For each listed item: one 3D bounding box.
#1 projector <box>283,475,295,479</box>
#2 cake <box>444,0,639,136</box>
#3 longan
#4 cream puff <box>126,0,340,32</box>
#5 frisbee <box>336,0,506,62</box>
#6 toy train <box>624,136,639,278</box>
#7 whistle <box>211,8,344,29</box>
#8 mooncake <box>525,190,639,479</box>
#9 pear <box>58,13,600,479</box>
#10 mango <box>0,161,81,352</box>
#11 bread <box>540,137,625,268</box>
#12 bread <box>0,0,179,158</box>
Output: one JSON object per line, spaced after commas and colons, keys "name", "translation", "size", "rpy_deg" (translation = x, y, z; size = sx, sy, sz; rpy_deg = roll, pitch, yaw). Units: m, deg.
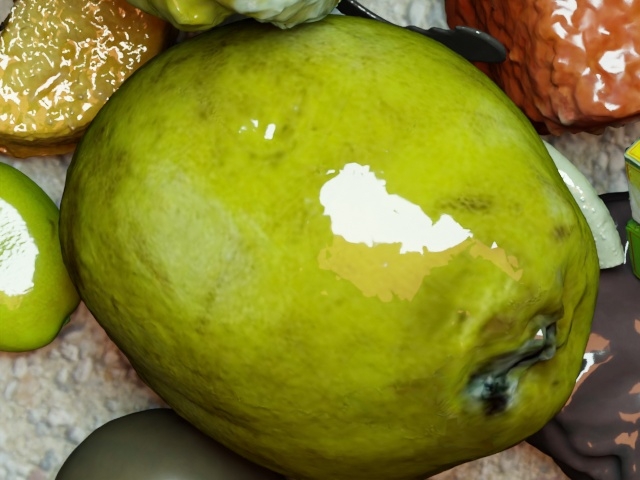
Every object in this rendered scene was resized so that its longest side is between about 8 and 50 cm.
{"name": "projector", "translation": [0.035, 0.309, 1.016], "size": [0.108, 0.108, 0.337], "rpy_deg": [-9, 94, -7]}
{"name": "cake", "translation": [0.270, -0.235, 0.931], "size": [0.319, 0.269, 0.270], "rpy_deg": [-16, 95, -5]}
{"name": "longan", "translation": [-0.115, 0.232, 0.940], "size": [0.220, 0.196, 0.196], "rpy_deg": [29, 89, 21]}
{"name": "cream puff", "translation": [-0.082, -0.307, 0.680], "size": [0.275, 0.378, 0.378], "rpy_deg": [15, 91, 2]}
{"name": "frisbee", "translation": [0.057, -0.163, 0.956], "size": [0.211, 0.187, 0.012], "rpy_deg": [27, 80, 16]}
{"name": "toy train", "translation": [0.262, -0.014, 0.862], "size": [0.060, 0.202, 0.081], "rpy_deg": [-41, 53, -10]}
{"name": "whistle", "translation": [-0.082, -0.350, 0.916], "size": [0.168, 0.188, 0.405], "rpy_deg": [-24, 97, -6]}
{"name": "mooncake", "translation": [0.294, 0.092, 1.023], "size": [0.283, 0.141, 0.283], "rpy_deg": [-1, 95, -10]}
{"name": "pear", "translation": [0.000, 0.000, 0.859], "size": [0.413, 0.352, 0.352], "rpy_deg": [15, 92, 33]}
{"name": "mango", "translation": [-0.256, 0.012, 0.964], "size": [0.117, 0.089, 0.163], "rpy_deg": [-12, 95, -7]}
{"name": "bread", "translation": [0.153, -0.045, 0.954], "size": [0.036, 0.193, 0.112], "rpy_deg": [-41, 131, -23]}
{"name": "bread", "translation": [-0.189, -0.162, 0.936], "size": [0.139, 0.143, 0.229], "rpy_deg": [25, 92, -8]}
